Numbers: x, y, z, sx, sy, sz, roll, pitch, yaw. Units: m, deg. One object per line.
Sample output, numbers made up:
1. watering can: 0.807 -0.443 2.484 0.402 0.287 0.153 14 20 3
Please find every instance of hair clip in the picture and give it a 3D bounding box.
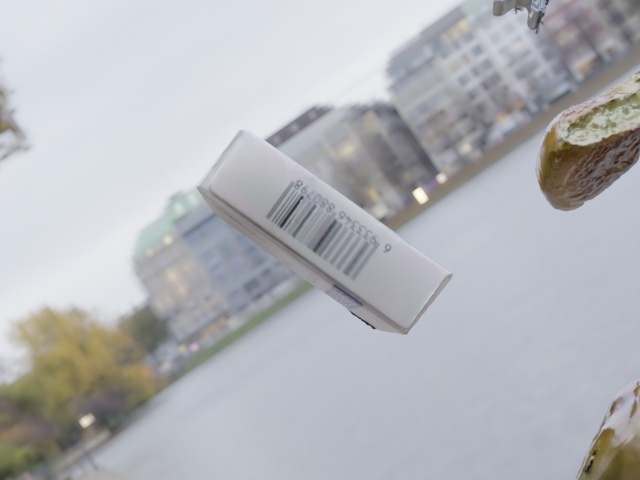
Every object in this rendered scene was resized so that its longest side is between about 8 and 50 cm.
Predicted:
1. hair clip: 0.220 -0.306 1.710 0.140 0.054 0.220 73 -145 -69

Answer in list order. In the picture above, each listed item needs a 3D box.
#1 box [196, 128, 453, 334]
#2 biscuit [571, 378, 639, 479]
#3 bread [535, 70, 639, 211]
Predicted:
1. box: 0.000 0.000 1.499 0.065 0.200 0.343 -55 0 -3
2. biscuit: 0.165 0.258 1.243 0.290 0.062 0.237 -69 -9 27
3. bread: 0.209 -0.069 1.353 0.154 0.054 0.136 -21 -25 -31
